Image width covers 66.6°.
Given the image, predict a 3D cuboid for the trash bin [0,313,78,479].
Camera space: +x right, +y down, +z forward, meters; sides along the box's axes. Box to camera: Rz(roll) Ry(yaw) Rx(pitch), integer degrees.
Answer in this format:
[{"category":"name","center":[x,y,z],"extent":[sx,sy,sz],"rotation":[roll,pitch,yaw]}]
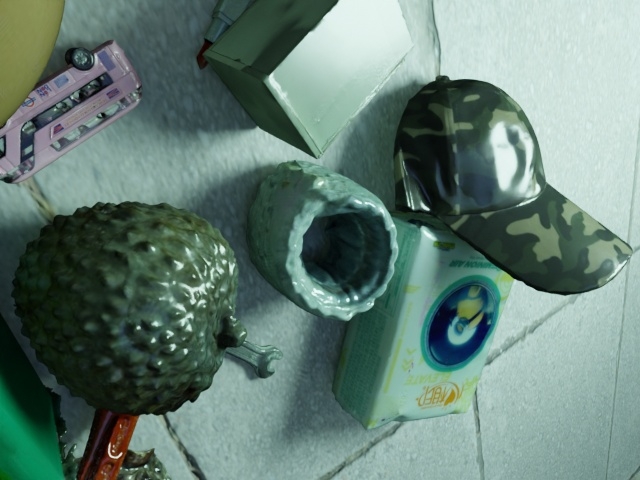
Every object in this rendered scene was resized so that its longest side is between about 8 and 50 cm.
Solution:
[{"category":"trash bin","center":[-0.437,0.135,0.484],"extent":[0.259,0.295,0.381],"rotation":[-24,132,-21]}]

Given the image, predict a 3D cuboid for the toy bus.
[{"category":"toy bus","center":[-0.305,-0.151,0.563],"extent":[0.203,0.063,0.090],"rotation":[-39,126,-15]}]

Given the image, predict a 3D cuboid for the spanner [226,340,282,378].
[{"category":"spanner","center":[-0.174,0.155,0.800],"extent":[0.302,0.017,0.071],"rotation":[36,86,-36]}]

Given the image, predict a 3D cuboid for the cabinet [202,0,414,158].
[{"category":"cabinet","center":[-0.010,-0.247,0.644],"extent":[0.206,0.145,0.150],"rotation":[-49,140,-7]}]

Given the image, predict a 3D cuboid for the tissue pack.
[{"category":"tissue pack","center":[0.205,0.151,0.952],"extent":[0.287,0.162,0.388],"rotation":[5,106,-31]}]

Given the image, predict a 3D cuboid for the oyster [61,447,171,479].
[{"category":"oyster","center":[-0.355,0.414,0.741],"extent":[0.271,0.100,0.275],"rotation":[-20,115,-42]}]

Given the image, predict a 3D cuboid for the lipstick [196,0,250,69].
[{"category":"lipstick","center":[-0.130,-0.283,0.640],"extent":[0.030,0.030,0.129],"rotation":[27,93,-37]}]

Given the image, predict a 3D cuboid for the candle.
[{"category":"candle","center":[-0.308,0.303,0.688],"extent":[0.084,0.059,0.301],"rotation":[44,55,-54]}]

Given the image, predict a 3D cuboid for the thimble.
[{"category":"thimble","center":[0.000,0.000,0.751],"extent":[0.205,0.172,0.250],"rotation":[-30,124,-17]}]

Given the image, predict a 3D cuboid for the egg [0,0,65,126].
[{"category":"egg","center":[-0.356,-0.202,0.349],"extent":[0.301,0.301,0.374],"rotation":[53,54,-35]}]

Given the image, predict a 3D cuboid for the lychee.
[{"category":"lychee","center":[-0.222,0.078,0.597],"extent":[0.274,0.255,0.255],"rotation":[11,106,0]}]

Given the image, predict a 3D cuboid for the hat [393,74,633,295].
[{"category":"hat","center":[0.339,-0.112,0.809],"extent":[0.366,0.382,0.257],"rotation":[-39,142,-37]}]
